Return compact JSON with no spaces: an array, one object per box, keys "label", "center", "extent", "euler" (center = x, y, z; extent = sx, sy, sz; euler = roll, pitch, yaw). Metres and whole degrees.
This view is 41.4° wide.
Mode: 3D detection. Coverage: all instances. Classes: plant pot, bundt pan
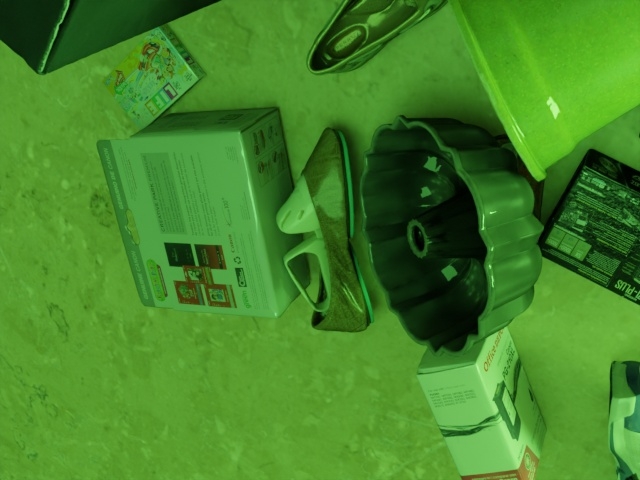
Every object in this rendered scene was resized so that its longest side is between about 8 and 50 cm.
[{"label":"plant pot","center":[0.315,-0.246,0.989],"extent":[0.253,0.276,0.276],"euler":[-25,103,20]},{"label":"bundt pan","center":[0.181,-0.015,1.154],"extent":[0.331,0.124,0.331],"euler":[44,141,51]}]

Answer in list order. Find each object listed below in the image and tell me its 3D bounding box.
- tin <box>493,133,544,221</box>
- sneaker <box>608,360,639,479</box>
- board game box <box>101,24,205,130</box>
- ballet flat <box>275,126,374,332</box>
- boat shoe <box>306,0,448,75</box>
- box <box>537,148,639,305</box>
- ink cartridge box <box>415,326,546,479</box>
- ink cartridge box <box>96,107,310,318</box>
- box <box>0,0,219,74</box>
[{"label":"tin","center":[0.264,-0.061,1.217],"extent":[0.106,0.040,0.190],"euler":[8,118,16]},{"label":"sneaker","center":[0.524,0.312,1.246],"extent":[0.182,0.127,0.316],"euler":[-6,119,22]},{"label":"board game box","center":[-0.269,-0.260,1.360],"extent":[0.154,0.026,0.103],"euler":[-34,98,33]},{"label":"ballet flat","center":[0.000,0.000,1.308],"extent":[0.124,0.116,0.343],"euler":[-13,118,-6]},{"label":"boat shoe","center":[0.093,-0.318,1.132],"extent":[0.104,0.089,0.285],"euler":[46,123,-2]},{"label":"box","center":[0.408,-0.014,1.150],"extent":[0.180,0.077,0.147],"euler":[27,122,10]},{"label":"ink cartridge box","center":[0.251,0.248,1.294],"extent":[0.100,0.172,0.237],"euler":[-15,107,29]},{"label":"ink cartridge box","center":[-0.185,-0.045,1.369],"extent":[0.271,0.130,0.310],"euler":[2,115,25]},{"label":"box","center":[-0.302,-0.505,0.983],"extent":[0.471,0.480,0.297],"euler":[40,125,2]}]
